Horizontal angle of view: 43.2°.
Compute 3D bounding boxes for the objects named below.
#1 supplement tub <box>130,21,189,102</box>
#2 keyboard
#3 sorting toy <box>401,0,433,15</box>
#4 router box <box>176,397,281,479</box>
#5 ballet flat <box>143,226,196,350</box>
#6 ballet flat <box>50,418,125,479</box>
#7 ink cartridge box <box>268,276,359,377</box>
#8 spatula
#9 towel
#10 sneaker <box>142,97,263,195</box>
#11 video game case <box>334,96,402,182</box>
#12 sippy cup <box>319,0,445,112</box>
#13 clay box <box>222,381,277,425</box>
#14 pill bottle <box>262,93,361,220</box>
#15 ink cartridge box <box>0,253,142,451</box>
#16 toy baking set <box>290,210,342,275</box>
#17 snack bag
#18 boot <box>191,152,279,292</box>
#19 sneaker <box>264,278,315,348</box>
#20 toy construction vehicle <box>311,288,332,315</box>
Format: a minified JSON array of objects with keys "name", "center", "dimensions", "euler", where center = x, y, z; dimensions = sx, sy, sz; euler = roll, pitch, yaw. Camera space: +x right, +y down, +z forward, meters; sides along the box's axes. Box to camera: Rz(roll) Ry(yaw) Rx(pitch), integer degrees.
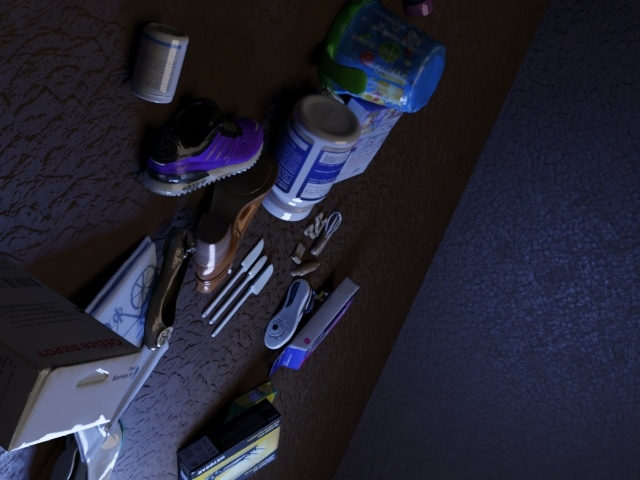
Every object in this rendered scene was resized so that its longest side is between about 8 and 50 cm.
[{"name":"supplement tub","center":[-0.249,-0.274,1.245],"dimensions":[0.071,0.071,0.107],"euler":[-24,139,-59]},{"name":"keyboard","center":[-0.367,0.264,1.593],"dimensions":[0.072,0.014,0.256],"euler":[83,29,-50]},{"name":"sorting toy","center":[0.252,-0.657,1.852],"dimensions":[0.366,0.127,0.126],"euler":[-63,142,-39]},{"name":"router box","center":[-0.261,0.619,2.322],"dimensions":[0.308,0.081,0.243],"euler":[-28,146,-29]},{"name":"ballet flat","center":[-0.288,0.097,1.567],"dimensions":[0.084,0.058,0.250],"euler":[1,103,-80]},{"name":"ballet flat","center":[-0.510,0.533,1.663],"dimensions":[0.139,0.139,0.400],"euler":[-16,125,-63]},{"name":"ink cartridge box","center":[-0.020,0.287,2.541],"dimensions":[0.371,0.069,0.176],"euler":[-46,169,-28]},{"name":"spatula","center":[-0.200,0.125,1.994],"dimensions":[0.242,0.019,0.168],"euler":[-52,160,-22]},{"name":"towel","center":[-0.019,-0.274,1.805],"dimensions":[0.152,0.023,0.113],"euler":[-41,161,10]},{"name":"sneaker","center":[-0.192,-0.192,1.451],"dimensions":[0.293,0.102,0.146],"euler":[-37,149,-48]},{"name":"video game case","center":[0.094,-0.261,2.044],"dimensions":[0.244,0.061,0.269],"euler":[-55,166,28]},{"name":"sippy cup","center":[0.151,-0.403,1.816],"dimensions":[0.305,0.224,0.240],"euler":[-54,159,-16]},{"name":"clay box","center":[-0.210,0.517,2.459],"dimensions":[0.222,0.053,0.127],"euler":[-14,132,-62]},{"name":"pill bottle","center":[-0.031,-0.173,1.749],"dimensions":[0.153,0.153,0.265],"euler":[-38,165,-46]},{"name":"ink cartridge box","center":[-0.419,0.136,1.071],"dimensions":[0.122,0.289,0.211],"euler":[-64,160,9]},{"name":"toy baking set","center":[-0.003,0.006,2.293],"dimensions":[0.256,0.030,0.197],"euler":[-11,128,-65]},{"name":"snack bag","center":[-0.388,0.210,1.534],"dimensions":[0.343,0.037,0.323],"euler":[93,21,-47]},{"name":"boot","center":[-0.183,-0.033,1.702],"dimensions":[0.220,0.109,0.283],"euler":[106,6,-57]},{"name":"sneaker","center":[-0.076,0.221,2.338],"dimensions":[0.217,0.079,0.121],"euler":[-61,159,-2]},{"name":"toy construction vehicle","center":[-0.005,0.188,2.546],"dimensions":[0.098,0.035,0.086],"euler":[-52,170,-11]}]
